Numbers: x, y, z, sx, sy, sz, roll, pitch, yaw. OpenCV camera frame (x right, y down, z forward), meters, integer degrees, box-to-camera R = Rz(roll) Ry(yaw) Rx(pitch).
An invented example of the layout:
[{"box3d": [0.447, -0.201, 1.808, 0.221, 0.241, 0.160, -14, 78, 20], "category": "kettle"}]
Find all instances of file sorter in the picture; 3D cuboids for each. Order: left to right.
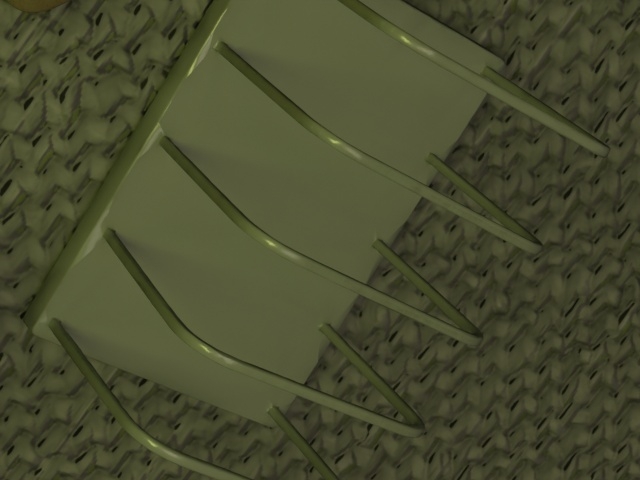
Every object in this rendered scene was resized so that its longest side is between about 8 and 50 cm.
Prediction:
[{"box3d": [0.000, 0.000, 1.134, 0.193, 0.173, 0.277, 25, 102, -35], "category": "file sorter"}]

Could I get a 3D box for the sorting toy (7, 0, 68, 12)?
[{"box3d": [-0.103, -0.242, 1.040, 0.208, 0.038, 0.193, -25, 124, -9], "category": "sorting toy"}]
